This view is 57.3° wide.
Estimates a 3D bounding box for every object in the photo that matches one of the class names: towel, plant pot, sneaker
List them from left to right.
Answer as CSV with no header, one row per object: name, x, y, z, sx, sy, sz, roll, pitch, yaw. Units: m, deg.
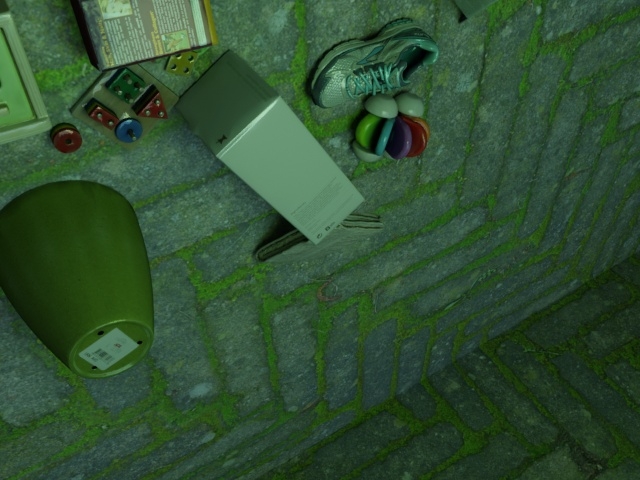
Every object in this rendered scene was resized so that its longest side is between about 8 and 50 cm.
plant pot,-0.410,0.090,1.032,0.275,0.293,0.274,-24,141,-21
towel,0.000,0.000,1.389,0.187,0.049,0.282,1,160,-46
sneaker,0.111,-0.346,1.174,0.283,0.122,0.110,-33,142,-9

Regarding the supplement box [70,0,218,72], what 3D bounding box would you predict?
supplement box,-0.263,-0.332,0.883,0.188,0.081,0.104,-22,124,-22

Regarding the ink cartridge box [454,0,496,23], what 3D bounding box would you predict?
ink cartridge box,0.407,-0.578,1.121,0.324,0.330,0.071,-45,101,5

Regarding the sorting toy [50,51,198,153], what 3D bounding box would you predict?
sorting toy,-0.316,-0.229,0.991,0.274,0.046,0.132,-45,143,7

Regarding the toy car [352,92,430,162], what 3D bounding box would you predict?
toy car,0.169,-0.239,1.323,0.182,0.136,0.159,-10,135,-34

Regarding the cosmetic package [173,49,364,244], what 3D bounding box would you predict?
cosmetic package,-0.087,-0.163,1.134,0.155,0.197,0.365,-43,145,2

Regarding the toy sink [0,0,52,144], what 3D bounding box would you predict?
toy sink,-0.473,-0.207,0.806,0.153,0.131,0.234,-21,140,-22
